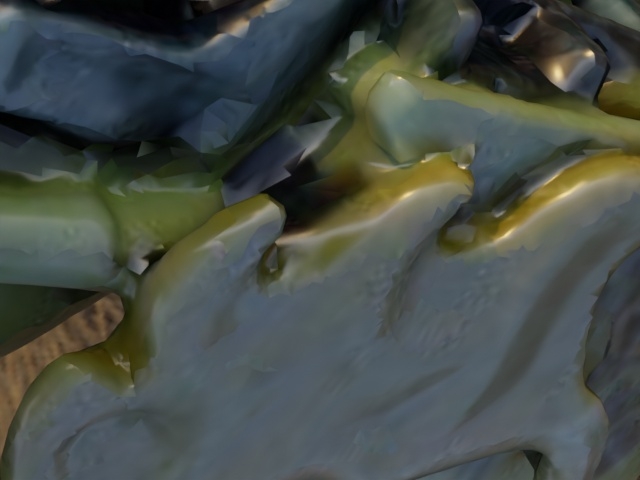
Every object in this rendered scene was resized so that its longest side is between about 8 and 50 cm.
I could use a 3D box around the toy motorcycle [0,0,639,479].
[{"bbox_3d":[0.000,0.000,0.430,0.410,0.169,0.237,13,120,-37],"label":"toy motorcycle"}]
